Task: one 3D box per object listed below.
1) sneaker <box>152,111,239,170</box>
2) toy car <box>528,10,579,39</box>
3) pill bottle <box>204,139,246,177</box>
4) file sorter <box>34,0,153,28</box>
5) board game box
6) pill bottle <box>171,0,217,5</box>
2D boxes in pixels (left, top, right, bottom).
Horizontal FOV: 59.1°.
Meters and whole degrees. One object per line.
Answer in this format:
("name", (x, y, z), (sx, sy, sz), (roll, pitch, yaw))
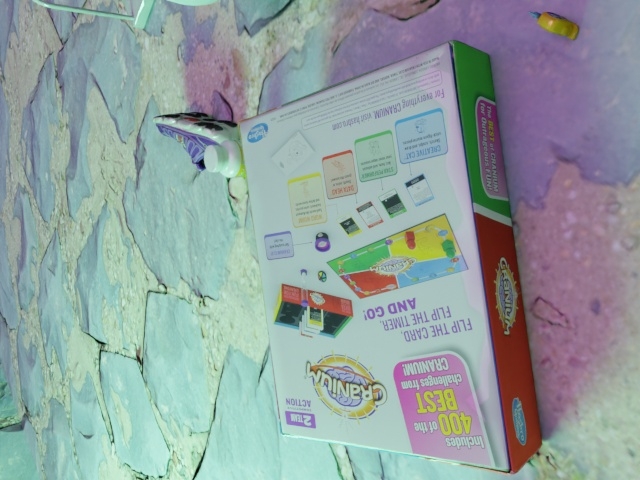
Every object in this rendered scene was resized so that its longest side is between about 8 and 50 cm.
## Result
("sneaker", (-0.173, -0.134, 0.766), (0.170, 0.068, 0.071), (27, 121, 44))
("toy car", (0.150, -0.202, 0.391), (0.060, 0.041, 0.122), (-48, 60, 42))
("pill bottle", (-0.092, -0.095, 0.658), (0.043, 0.083, 0.043), (9, 102, 49))
("file sorter", (-0.319, -0.488, 0.803), (0.277, 0.173, 0.192), (-47, 61, 42))
("board game box", (0.047, 0.022, 0.501), (0.242, 0.064, 0.316), (-8, 90, 41))
("pill bottle", (-0.043, -0.380, 0.449), (0.408, 0.229, 0.229), (-24, 77, 49))
